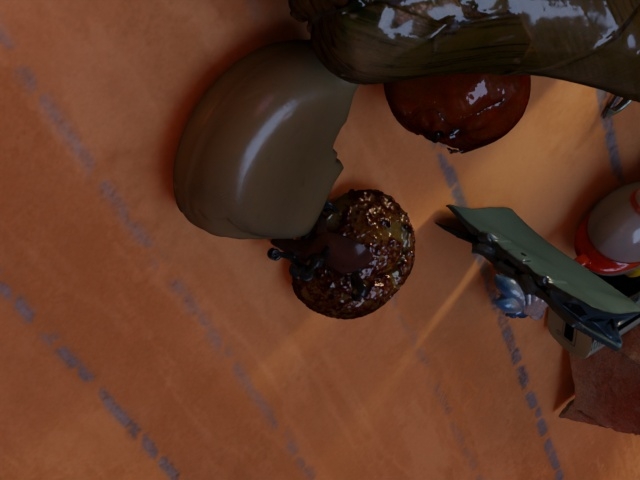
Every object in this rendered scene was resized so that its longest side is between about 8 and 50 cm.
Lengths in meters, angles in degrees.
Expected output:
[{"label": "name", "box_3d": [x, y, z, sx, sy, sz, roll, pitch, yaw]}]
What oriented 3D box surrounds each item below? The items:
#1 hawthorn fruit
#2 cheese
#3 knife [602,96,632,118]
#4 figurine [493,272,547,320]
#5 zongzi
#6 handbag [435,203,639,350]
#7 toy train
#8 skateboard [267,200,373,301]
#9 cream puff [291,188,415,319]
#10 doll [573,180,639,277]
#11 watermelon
[{"label": "hawthorn fruit", "box_3d": [0.132, -0.172, 1.359, 0.148, 0.148, 0.172, 34, 64, -55]}, {"label": "cheese", "box_3d": [-0.041, -0.090, 1.280, 0.175, 0.091, 0.203, 8, 116, -52]}, {"label": "knife", "box_3d": [0.392, -0.220, 1.696, 0.026, 0.022, 0.184, 24, 105, -28]}, {"label": "figurine", "box_3d": [0.249, 0.042, 1.742, 0.114, 0.079, 0.114, 7, 80, -43]}, {"label": "zongzi", "box_3d": [0.174, -0.167, 1.228, 0.323, 0.160, 0.360, -41, 104, -23]}, {"label": "handbag", "box_3d": [0.241, 0.035, 1.588, 0.144, 0.221, 0.057, 12, 114, -53]}, {"label": "toy train", "box_3d": [0.482, 0.033, 1.961, 0.407, 0.086, 0.088, -28, 134, -28]}, {"label": "skateboard", "box_3d": [0.000, 0.000, 1.372, 0.067, 0.151, 0.080, 32, 83, -28]}, {"label": "cream puff", "box_3d": [0.041, 0.019, 1.474, 0.149, 0.084, 0.149, -30, 140, -29]}, {"label": "doll", "box_3d": [0.435, -0.039, 1.826, 0.336, 0.105, 0.200, -29, 163, -30]}, {"label": "watermelon", "box_3d": [0.459, 0.182, 2.006, 0.310, 0.231, 0.193, -80, 172, -50]}]
